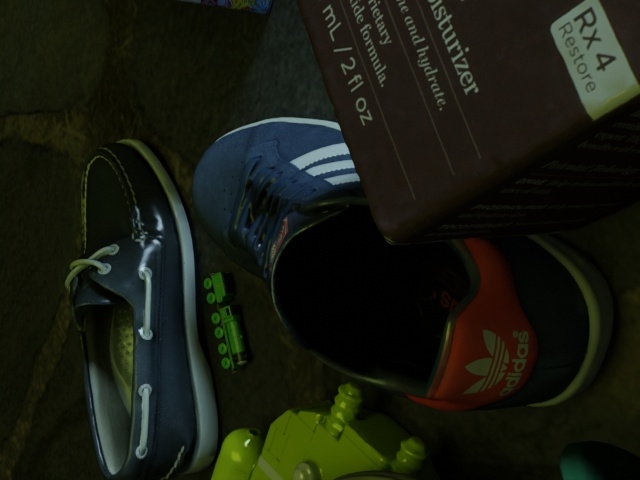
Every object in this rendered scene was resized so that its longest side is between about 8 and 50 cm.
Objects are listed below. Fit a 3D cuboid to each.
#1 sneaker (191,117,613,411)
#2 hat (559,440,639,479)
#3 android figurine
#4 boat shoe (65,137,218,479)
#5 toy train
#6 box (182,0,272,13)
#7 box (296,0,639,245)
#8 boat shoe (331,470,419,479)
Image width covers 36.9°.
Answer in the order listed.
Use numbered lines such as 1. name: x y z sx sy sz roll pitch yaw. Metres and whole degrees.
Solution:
1. sneaker: 0.000 0.000 0.599 0.350 0.148 0.131 23 108 43
2. hat: 0.129 0.218 0.441 0.183 0.208 0.173 -50 37 17
3. android figurine: 0.006 0.230 0.674 0.248 0.056 0.273 40 121 38
4. boat shoe: -0.164 0.054 0.813 0.114 0.091 0.303 -31 70 42
5. toy train: -0.075 0.065 0.775 0.023 0.017 0.083 -23 75 33
6. box: -0.205 -0.304 0.703 0.290 0.279 0.177 34 116 39
7. box: 0.123 -0.114 0.451 0.203 0.167 0.168 -33 69 42
8. boat shoe: -0.031 0.221 0.604 0.285 0.089 0.105 -37 67 42
